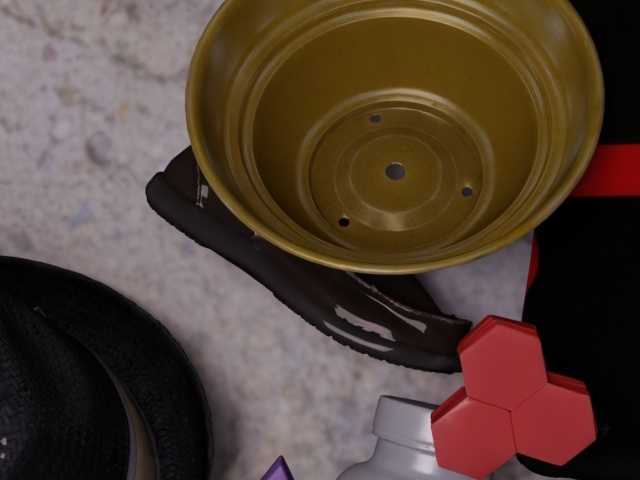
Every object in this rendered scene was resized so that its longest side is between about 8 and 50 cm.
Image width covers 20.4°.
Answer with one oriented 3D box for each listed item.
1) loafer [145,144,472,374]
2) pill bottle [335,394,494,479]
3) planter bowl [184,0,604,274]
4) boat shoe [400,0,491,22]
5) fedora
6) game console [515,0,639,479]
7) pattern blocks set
[{"bbox_3d":[0.000,0.000,1.008,0.220,0.080,0.078,33,95,17],"label":"loafer"},{"bbox_3d":[0.048,0.182,0.965,0.103,0.103,0.184,13,88,17],"label":"pill bottle"},{"bbox_3d":[0.039,-0.057,0.953,0.217,0.090,0.217,-1,60,2],"label":"planter bowl"},{"bbox_3d":[0.051,-0.141,1.024,0.142,0.049,0.040,-8,82,18],"label":"boat shoe"},{"bbox_3d":[-0.230,0.102,0.973,0.334,0.152,0.334,-8,53,11],"label":"fedora"},{"bbox_3d":[0.282,-0.039,0.864,0.386,0.060,0.342,0,77,37],"label":"game console"},{"bbox_3d":[0.084,0.225,0.887,0.285,0.026,0.325,-35,105,10],"label":"pattern blocks set"}]
